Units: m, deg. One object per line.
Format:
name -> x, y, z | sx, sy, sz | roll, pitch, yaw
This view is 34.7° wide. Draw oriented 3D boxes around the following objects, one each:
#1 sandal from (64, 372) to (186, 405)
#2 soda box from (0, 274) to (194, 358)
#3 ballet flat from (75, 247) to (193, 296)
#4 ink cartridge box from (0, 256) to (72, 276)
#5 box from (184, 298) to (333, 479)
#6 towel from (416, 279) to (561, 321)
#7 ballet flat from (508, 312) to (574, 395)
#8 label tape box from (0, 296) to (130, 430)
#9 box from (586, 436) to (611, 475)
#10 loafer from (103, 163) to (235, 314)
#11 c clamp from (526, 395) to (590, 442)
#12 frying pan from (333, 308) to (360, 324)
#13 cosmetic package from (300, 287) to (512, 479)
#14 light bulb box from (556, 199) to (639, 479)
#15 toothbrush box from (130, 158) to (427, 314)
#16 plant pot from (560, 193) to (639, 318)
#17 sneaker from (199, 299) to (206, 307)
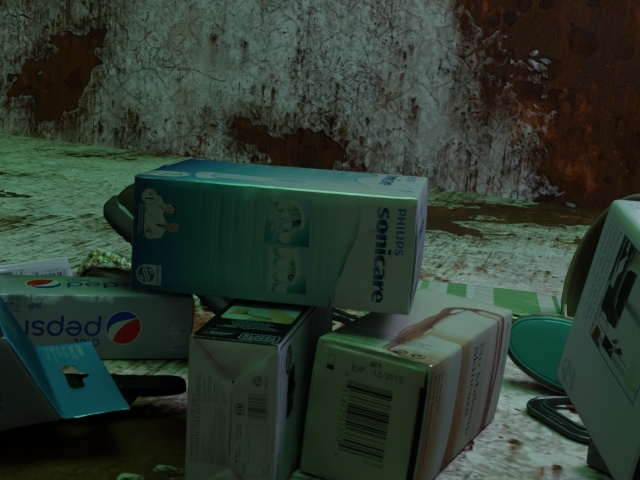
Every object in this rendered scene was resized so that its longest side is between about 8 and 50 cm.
sandal -> -0.240, 0.177, 1.157 | 0.179, 0.040, 0.067 | 3, 9, -23
soda box -> -0.319, 0.102, 1.370 | 0.286, 0.091, 0.098 | 2, 13, -18
ballet flat -> -0.302, 0.071, 1.639 | 0.241, 0.091, 0.077 | 9, 40, 38
ink cartridge box -> -0.536, 0.070, 1.606 | 0.232, 0.066, 0.189 | -13, -2, 36
box -> -0.055, 0.146, 1.078 | 0.087, 0.169, 0.290 | 5, 12, 11
towel -> 0.261, 0.113, 1.780 | 0.325, 0.038, 0.248 | 5, 9, 9
ballet flat -> 0.405, 0.178, 1.383 | 0.316, 0.107, 0.106 | 17, -6, 27
label tape box -> -0.391, 0.121, 1.068 | 0.334, 0.106, 0.240 | -8, 15, -21
box -> 0.441, 0.239, 1.127 | 0.231, 0.056, 0.183 | -2, 13, -34
loafer -> -0.118, 0.031, 1.380 | 0.366, 0.130, 0.134 | 39, 0, -9
c clamp -> 0.342, 0.223, 1.273 | 0.137, 0.022, 0.161 | -6, 17, -30
frying pan -> 0.103, 0.142, 1.489 | 0.326, 0.053, 0.197 | 3, 11, -2
cosmetic package -> 0.105, 0.158, 1.136 | 0.129, 0.153, 0.296 | 12, 14, 23
light bulb box -> 0.459, 0.148, 0.926 | 0.358, 0.225, 0.361 | 4, 29, -10
toothbrush box -> -0.034, -0.013, 1.129 | 0.295, 0.126, 0.216 | 4, 9, 7
plant pot -> 0.538, 0.090, 1.573 | 0.229, 0.263, 0.263 | 22, 6, -15
sneaker -> -0.176, 0.095, 1.670 | 0.035, 0.031, 0.083 | 17, 12, -13
